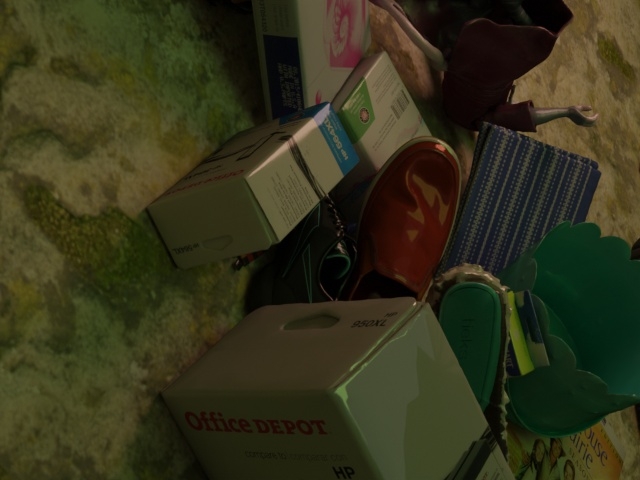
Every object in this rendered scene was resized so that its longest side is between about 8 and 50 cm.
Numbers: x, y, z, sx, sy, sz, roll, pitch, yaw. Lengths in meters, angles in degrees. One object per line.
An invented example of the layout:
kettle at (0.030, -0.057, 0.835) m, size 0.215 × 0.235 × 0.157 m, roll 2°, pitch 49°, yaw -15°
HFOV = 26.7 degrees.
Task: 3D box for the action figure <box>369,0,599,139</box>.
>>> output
action figure at (0.232, -0.236, 1.916) m, size 0.248 × 0.276 × 0.370 m, roll 52°, pitch -17°, yaw 26°

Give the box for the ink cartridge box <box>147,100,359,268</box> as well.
ink cartridge box at (-0.072, -0.062, 1.500) m, size 0.203 × 0.148 × 0.086 m, roll -46°, pitch 115°, yaw -50°

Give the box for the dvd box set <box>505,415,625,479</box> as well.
dvd box set at (0.313, 0.358, 1.945) m, size 0.307 × 0.062 × 0.420 m, roll 57°, pitch 40°, yaw -24°

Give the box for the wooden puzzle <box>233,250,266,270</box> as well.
wooden puzzle at (-0.087, 0.000, 1.580) m, size 0.083 × 0.006 × 0.049 m, roll -36°, pitch 107°, yaw -53°

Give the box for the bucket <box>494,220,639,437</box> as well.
bucket at (0.344, 0.130, 1.876) m, size 0.281 × 0.183 × 0.281 m, roll 20°, pitch 52°, yaw -28°

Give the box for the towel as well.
towel at (0.298, -0.032, 2.015) m, size 0.336 × 0.040 × 0.243 m, roll 13°, pitch 96°, yaw -50°

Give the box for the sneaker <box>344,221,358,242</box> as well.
sneaker at (0.081, 0.075, 1.710) m, size 0.083 × 0.087 × 0.221 m, roll -46°, pitch 117°, yaw -48°

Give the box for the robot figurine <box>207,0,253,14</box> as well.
robot figurine at (-0.128, -0.408, 1.598) m, size 0.291 × 0.085 × 0.211 m, roll 44°, pitch 49°, yaw -36°

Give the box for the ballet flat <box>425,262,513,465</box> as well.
ballet flat at (0.169, 0.228, 1.705) m, size 0.147 × 0.147 × 0.409 m, roll 2°, pitch 98°, yaw -53°

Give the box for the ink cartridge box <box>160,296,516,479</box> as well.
ink cartridge box at (0.049, 0.271, 1.416) m, size 0.166 × 0.285 × 0.395 m, roll -40°, pitch 110°, yaw -37°

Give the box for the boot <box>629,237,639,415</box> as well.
boot at (0.718, 0.172, 2.473) m, size 0.445 × 0.146 × 0.367 m, roll 5°, pitch 84°, yaw -49°

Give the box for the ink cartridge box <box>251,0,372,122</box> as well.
ink cartridge box at (0.004, -0.352, 1.651) m, size 0.330 × 0.071 × 0.324 m, roll -59°, pitch 151°, yaw -47°

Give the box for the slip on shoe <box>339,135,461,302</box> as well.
slip on shoe at (0.089, 0.031, 1.615) m, size 0.123 × 0.101 × 0.331 m, roll 26°, pitch 83°, yaw -16°

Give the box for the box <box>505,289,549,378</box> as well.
box at (0.203, 0.133, 1.775) m, size 0.042 × 0.178 × 0.109 m, roll -17°, pitch 92°, yaw -53°

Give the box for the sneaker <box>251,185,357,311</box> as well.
sneaker at (0.000, 0.000, 1.610) m, size 0.101 × 0.106 × 0.267 m, roll 45°, pitch 45°, yaw -44°

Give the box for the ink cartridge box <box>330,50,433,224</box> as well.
ink cartridge box at (0.073, -0.113, 1.761) m, size 0.212 × 0.093 × 0.154 m, roll 57°, pitch 40°, yaw -22°
